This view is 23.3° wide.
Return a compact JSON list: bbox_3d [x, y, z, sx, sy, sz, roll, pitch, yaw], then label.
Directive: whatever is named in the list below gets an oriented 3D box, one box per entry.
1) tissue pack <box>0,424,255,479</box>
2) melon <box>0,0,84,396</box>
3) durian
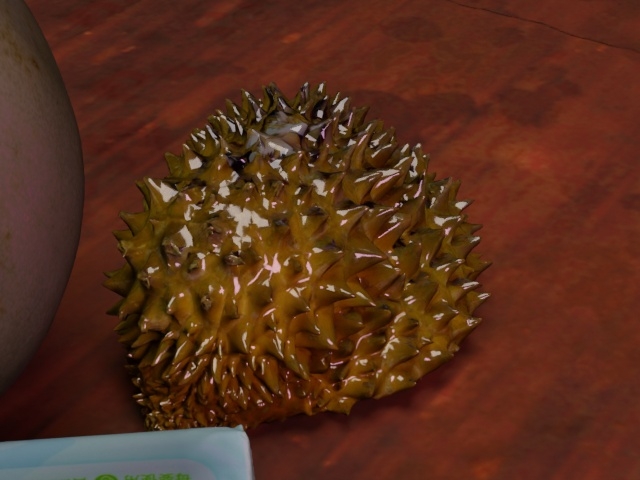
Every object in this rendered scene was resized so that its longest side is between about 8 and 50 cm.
[{"bbox_3d":[-0.151,0.156,0.612,0.263,0.089,0.177,-4,36,-5],"label":"tissue pack"},{"bbox_3d":[-0.241,-0.035,0.703,0.268,0.330,0.268,-6,59,11],"label":"melon"},{"bbox_3d":[-0.006,-0.010,0.827,0.183,0.138,0.249,3,27,19],"label":"durian"}]
